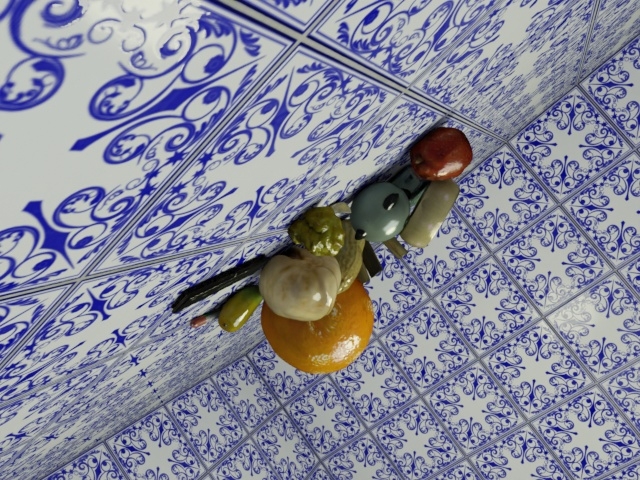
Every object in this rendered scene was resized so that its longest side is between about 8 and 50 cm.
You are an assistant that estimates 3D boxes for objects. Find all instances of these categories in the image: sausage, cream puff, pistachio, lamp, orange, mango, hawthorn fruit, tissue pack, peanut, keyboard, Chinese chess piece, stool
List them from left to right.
[{"bbox_3d":[-0.355,0.247,1.786,0.029,0.029,0.223,-41,171,23],"label":"sausage"},{"bbox_3d":[-0.259,0.109,1.466,0.106,0.027,0.317,-40,172,37],"label":"keyboard"},{"bbox_3d":[-0.258,0.219,1.812,0.194,0.091,0.130,-40,161,-39],"label":"mango"},{"bbox_3d":[-0.064,0.135,1.699,0.229,0.238,0.321,-24,-175,-36],"label":"pistachio"},{"bbox_3d":[-0.014,-0.021,1.454,0.116,0.146,0.146,-11,158,-31],"label":"cream puff"},{"bbox_3d":[-0.013,0.271,1.990,0.423,0.424,0.326,-37,165,-2],"label":"orange"},{"bbox_3d":[0.075,0.053,1.863,0.147,0.146,0.306,-45,-155,43],"label":"peanut"},{"bbox_3d":[0.225,0.002,2.178,0.310,0.226,0.310,-35,174,-16],"label":"stool"},{"bbox_3d":[0.192,-0.096,1.723,0.197,0.198,0.244,-41,179,26],"label":"lamp"},{"bbox_3d":[0.341,-0.202,1.974,0.315,0.103,0.228,-26,166,-49],"label":"tissue pack"},{"bbox_3d":[0.351,-0.093,1.759,0.251,0.097,0.251,-59,174,-10],"label":"Chinese chess piece"},{"bbox_3d":[0.355,-0.257,1.628,0.178,0.174,0.173,-11,171,1],"label":"hawthorn fruit"}]

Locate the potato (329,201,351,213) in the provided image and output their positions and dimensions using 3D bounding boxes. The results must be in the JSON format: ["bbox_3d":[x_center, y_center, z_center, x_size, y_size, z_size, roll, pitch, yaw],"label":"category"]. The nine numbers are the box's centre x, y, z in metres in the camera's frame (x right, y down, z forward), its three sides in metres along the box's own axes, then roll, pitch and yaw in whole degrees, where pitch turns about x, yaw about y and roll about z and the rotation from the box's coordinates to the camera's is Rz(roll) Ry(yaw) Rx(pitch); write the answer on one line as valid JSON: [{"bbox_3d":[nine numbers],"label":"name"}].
[{"bbox_3d":[0.047,-0.096,1.609,0.093,0.036,0.037,-3,-174,-43],"label":"potato"}]

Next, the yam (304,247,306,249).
[{"bbox_3d":[0.000,0.000,1.839,0.132,0.054,0.054,-43,170,36],"label":"yam"}]
